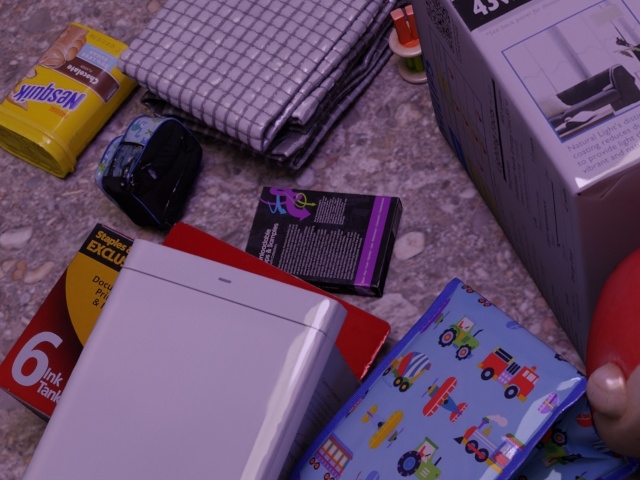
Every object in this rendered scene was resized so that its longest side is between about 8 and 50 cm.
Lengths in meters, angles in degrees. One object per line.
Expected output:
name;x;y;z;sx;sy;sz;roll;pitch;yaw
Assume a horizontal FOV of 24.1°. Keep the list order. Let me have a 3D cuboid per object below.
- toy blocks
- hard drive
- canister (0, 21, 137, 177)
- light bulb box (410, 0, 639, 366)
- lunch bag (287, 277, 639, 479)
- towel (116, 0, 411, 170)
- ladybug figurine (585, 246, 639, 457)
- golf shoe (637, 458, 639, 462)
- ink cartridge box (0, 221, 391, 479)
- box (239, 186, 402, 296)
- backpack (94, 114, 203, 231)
toy blocks;0.132;-0.235;1.686;0.123;0.148;0.054;12;62;21
hard drive;-0.147;0.188;1.403;0.233;0.047;0.353;16;74;25
canister;-0.307;-0.173;1.811;0.126;0.073;0.170;25;67;27
light bulb box;0.266;-0.126;1.457;0.225;0.358;0.361;-25;57;-3
lunch bag;0.103;0.211;1.392;0.293;0.138;0.221;-39;37;-8
towel;-0.059;-0.225;1.753;0.235;0.121;0.284;26;67;25
ladybug figurine;0.394;0.050;1.278;0.449;0.305;0.162;-14;66;-32
golf shoe;0.321;0.182;1.415;0.186;0.086;0.067;18;67;25
ink cartridge box;-0.128;0.116;1.535;0.309;0.130;0.272;25;74;27
box;0.000;0.000;1.648;0.162;0.029;0.116;6;61;17
backpack;-0.196;-0.083;1.706;0.084;0.105;0.114;10;63;36
